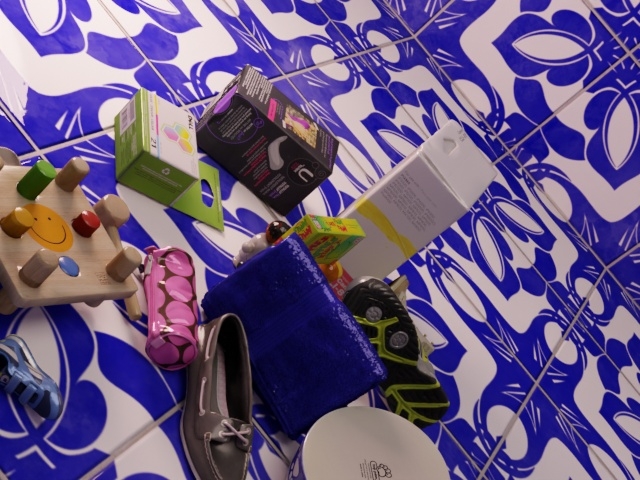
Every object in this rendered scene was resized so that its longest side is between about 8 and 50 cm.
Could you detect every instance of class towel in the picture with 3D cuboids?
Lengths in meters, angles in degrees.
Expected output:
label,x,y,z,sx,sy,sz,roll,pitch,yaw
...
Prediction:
label,x,y,z,sx,sy,sz,roll,pitch,yaw
towel,-0.053,0.169,1.890,0.308,0.227,0.076,55,18,8

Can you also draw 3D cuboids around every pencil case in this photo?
label,x,y,z,sx,sy,sz,roll,pitch,yaw
pencil case,-0.256,0.109,1.825,0.098,0.095,0.209,55,17,-47

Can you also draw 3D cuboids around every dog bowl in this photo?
label,x,y,z,sx,sy,sz,roll,pitch,yaw
dog bowl,0.078,0.409,1.810,0.265,0.104,0.265,12,42,-11

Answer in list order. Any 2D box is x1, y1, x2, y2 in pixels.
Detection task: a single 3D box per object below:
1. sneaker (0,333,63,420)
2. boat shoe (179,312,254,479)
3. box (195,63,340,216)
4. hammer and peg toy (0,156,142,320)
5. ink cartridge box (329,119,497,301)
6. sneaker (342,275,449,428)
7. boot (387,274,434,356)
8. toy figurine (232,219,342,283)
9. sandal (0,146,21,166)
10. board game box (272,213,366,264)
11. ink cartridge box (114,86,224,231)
label,x,y,z,sx,sy,sz,roll,pitch,yaw
sneaker,-0.418,0.199,1.532,0.144,0.053,0.059,47,27,14
boat shoe,-0.160,0.260,1.768,0.112,0.095,0.335,27,36,-35
box,-0.115,-0.213,2.326,0.270,0.165,0.143,40,30,-17
hammer and peg toy,-0.390,-0.009,1.715,0.361,0.127,0.266,0,53,-58
ink cartridge box,0.158,-0.051,2.282,0.160,0.384,0.279,49,29,-1
sneaker,0.125,0.209,2.132,0.147,0.145,0.385,-116,-179,-54
boot,0.181,0.179,2.363,0.165,0.077,0.213,46,34,-4
toy figurine,-0.064,0.080,2.064,0.213,0.148,0.209,39,30,-17
sandal,-0.550,-0.116,1.715,0.090,0.060,0.219,57,30,14
board game box,0.000,0.000,2.014,0.181,0.092,0.043,4,50,-60
ink cartridge box,-0.268,-0.155,2.117,0.255,0.097,0.189,27,36,-34
